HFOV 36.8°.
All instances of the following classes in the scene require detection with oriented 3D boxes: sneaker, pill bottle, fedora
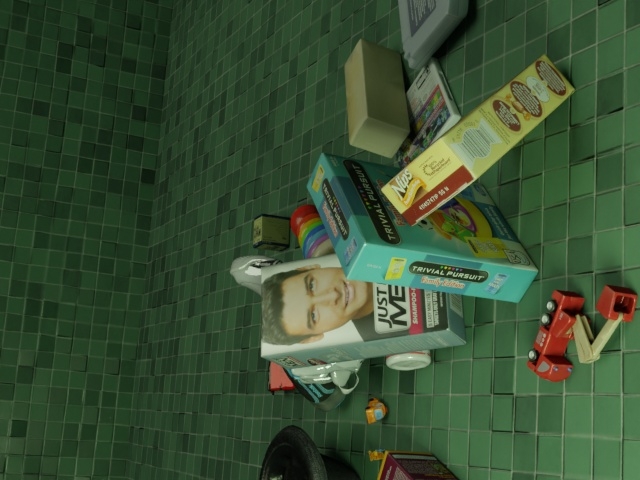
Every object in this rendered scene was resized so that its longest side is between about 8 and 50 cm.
[{"bbox_3d":[-0.050,0.173,2.011,0.137,0.365,0.210,64,-132,-72],"label":"sneaker"},{"bbox_3d":[0.167,0.166,1.876,0.087,0.087,0.160,-38,48,55],"label":"pill bottle"},{"bbox_3d":[-0.044,0.231,2.200,0.125,0.139,0.341,-41,41,6],"label":"sneaker"},{"bbox_3d":[-0.010,0.550,2.037,0.334,0.152,0.334,-171,90,-66],"label":"fedora"}]

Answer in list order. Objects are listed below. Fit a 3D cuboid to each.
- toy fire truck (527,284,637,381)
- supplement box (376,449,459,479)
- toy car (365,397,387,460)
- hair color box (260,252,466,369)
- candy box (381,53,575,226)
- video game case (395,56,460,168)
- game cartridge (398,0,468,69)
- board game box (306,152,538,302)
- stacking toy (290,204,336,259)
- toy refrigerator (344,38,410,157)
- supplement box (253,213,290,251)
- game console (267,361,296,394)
[{"bbox_3d":[0.393,0.141,1.462,0.135,0.047,0.192,44,122,58],"label":"toy fire truck"},{"bbox_3d":[0.189,0.454,1.713,0.188,0.104,0.081,36,115,62],"label":"supplement box"},{"bbox_3d":[0.121,0.386,1.979,0.040,0.060,0.122,-6,93,20],"label":"toy car"},{"bbox_3d":[0.075,0.121,1.820,0.374,0.113,0.185,-11,66,23],"label":"hair color box"},{"bbox_3d":[0.258,-0.165,1.567,0.087,0.316,0.183,51,144,0],"label":"candy box"},{"bbox_3d":[0.210,-0.247,2.000,0.201,0.023,0.183,-56,35,40],"label":"video game case"},{"bbox_3d":[0.231,-0.522,1.991,0.196,0.060,0.294,128,147,-51],"label":"game cartridge"},{"bbox_3d":[0.170,-0.023,1.642,0.079,0.336,0.254,-64,31,31],"label":"board game box"},{"bbox_3d":[0.000,0.000,2.237,0.330,0.141,0.141,-128,52,-62],"label":"stacking toy"},{"bbox_3d":[0.117,-0.306,2.071,0.269,0.102,0.094,-92,26,-42],"label":"toy refrigerator"},{"bbox_3d":[-0.130,-0.020,2.557,0.056,0.083,0.083,154,120,-61],"label":"supplement box"},{"bbox_3d":[-0.088,0.304,2.381,0.124,0.085,0.144,-10,71,30],"label":"game console"}]
